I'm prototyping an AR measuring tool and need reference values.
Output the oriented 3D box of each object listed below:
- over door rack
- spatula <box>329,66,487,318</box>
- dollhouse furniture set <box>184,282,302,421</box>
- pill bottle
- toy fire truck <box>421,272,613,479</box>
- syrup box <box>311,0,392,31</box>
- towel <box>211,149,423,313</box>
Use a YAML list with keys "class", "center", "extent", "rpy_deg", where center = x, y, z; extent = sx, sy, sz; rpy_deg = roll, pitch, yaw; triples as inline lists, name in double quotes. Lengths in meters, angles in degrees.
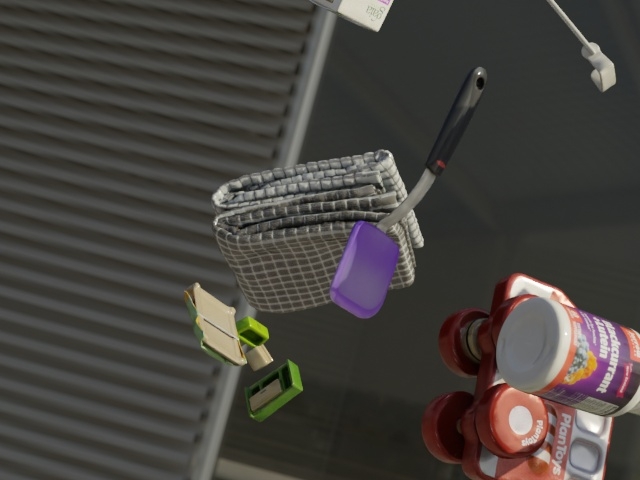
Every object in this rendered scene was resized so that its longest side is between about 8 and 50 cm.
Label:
- class: "over door rack"
  center: [0.346, -0.385, 1.699]
  extent: [0.324, 0.239, 0.108]
  rpy_deg: [54, 1, 6]
- class: "spatula"
  center: [0.101, -0.054, 1.478]
  extent: [0.084, 0.296, 0.030]
  rpy_deg: [34, -4, -42]
- class: "dollhouse furniture set"
  center: [-0.087, 0.109, 1.314]
  extent: [0.059, 0.076, 0.152]
  rpy_deg: [-36, -48, 19]
- class: "pill bottle"
  center: [0.302, 0.138, 1.579]
  extent: [0.194, 0.108, 0.108]
  rpy_deg: [19, -9, -31]
- class: "toy fire truck"
  center: [0.299, 0.213, 1.934]
  extent: [0.254, 0.302, 0.169]
  rpy_deg: [22, -21, -23]
- class: "syrup box"
  center: [0.081, -0.446, 2.120]
  extent: [0.093, 0.236, 0.096]
  rpy_deg: [19, 10, -41]
- class: "towel"
  center: [0.000, 0.000, 2.062]
  extent: [0.284, 0.121, 0.235]
  rpy_deg: [-9, -34, 9]
